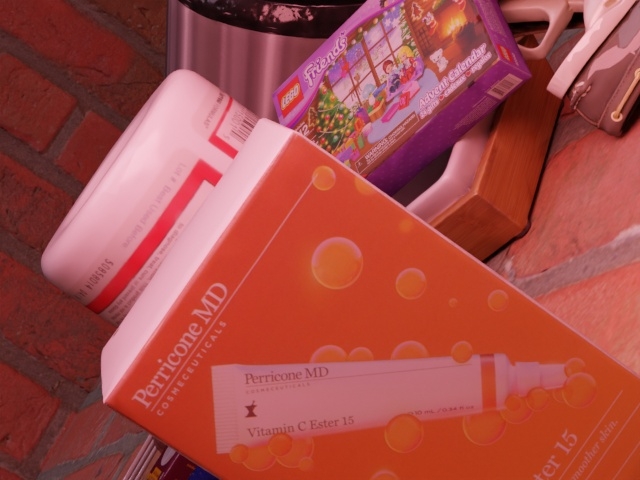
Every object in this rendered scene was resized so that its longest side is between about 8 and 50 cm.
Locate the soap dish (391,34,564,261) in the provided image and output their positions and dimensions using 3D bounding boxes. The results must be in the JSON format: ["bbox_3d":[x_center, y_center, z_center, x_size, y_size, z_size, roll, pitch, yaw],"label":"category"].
[{"bbox_3d":[0.161,-0.079,1.493,0.229,0.118,0.291,-42,17,46],"label":"soap dish"}]

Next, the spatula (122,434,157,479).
[{"bbox_3d":[-0.266,0.325,2.152,0.242,0.019,0.168,-62,-4,-27],"label":"spatula"}]

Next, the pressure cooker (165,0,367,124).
[{"bbox_3d":[-0.039,-0.211,1.868,0.375,0.369,0.421,-56,-23,-55],"label":"pressure cooker"}]

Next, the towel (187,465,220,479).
[{"bbox_3d":[-0.089,0.253,1.586,0.228,0.076,0.308,-53,-2,-34],"label":"towel"}]

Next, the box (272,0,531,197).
[{"bbox_3d":[0.077,-0.168,1.415,0.293,0.057,0.201,-41,48,31],"label":"box"}]

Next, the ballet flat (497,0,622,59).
[{"bbox_3d":[0.260,-0.253,1.396,0.342,0.116,0.124,-2,61,28],"label":"ballet flat"}]

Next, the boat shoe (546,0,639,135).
[{"bbox_3d":[0.351,-0.238,1.262,0.305,0.091,0.109,-51,-8,18],"label":"boat shoe"}]

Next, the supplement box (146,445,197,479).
[{"bbox_3d":[-0.155,0.282,1.824,0.188,0.080,0.104,-57,12,-10],"label":"supplement box"}]

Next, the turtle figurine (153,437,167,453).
[{"bbox_3d":[-0.199,0.269,1.995,0.217,0.087,0.270,131,156,-58],"label":"turtle figurine"}]

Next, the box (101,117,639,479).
[{"bbox_3d":[0.046,0.101,0.918,0.215,0.345,0.168,-55,12,1],"label":"box"}]

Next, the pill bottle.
[{"bbox_3d":[-0.028,0.048,1.189,0.229,0.407,0.229,-51,12,16],"label":"pill bottle"}]
